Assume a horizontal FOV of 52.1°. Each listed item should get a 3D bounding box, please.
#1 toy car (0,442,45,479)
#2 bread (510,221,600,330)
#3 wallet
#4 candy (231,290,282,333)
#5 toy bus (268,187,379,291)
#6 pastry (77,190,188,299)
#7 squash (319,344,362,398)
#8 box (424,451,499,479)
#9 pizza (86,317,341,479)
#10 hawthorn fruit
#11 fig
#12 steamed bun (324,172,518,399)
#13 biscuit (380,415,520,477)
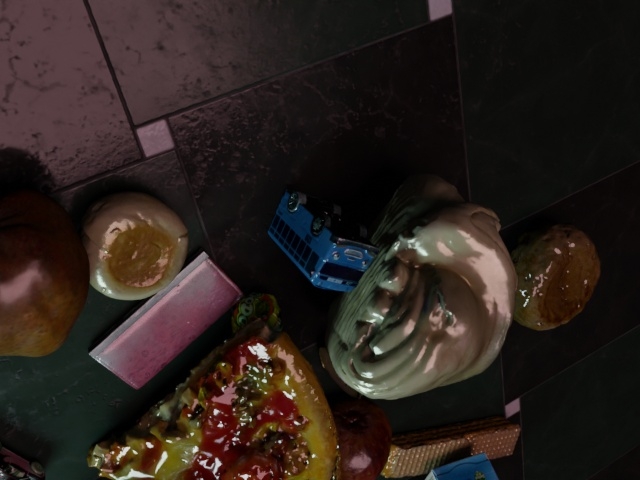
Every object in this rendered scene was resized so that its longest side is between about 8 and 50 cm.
[{"bbox_3d":[-0.482,0.355,0.990,0.069,0.055,0.142,-41,126,-2],"label":"toy car"},{"bbox_3d":[0.468,0.070,1.352,0.230,0.123,0.229,-12,114,-28],"label":"bread"},{"bbox_3d":[-0.238,0.128,1.035,0.232,0.025,0.119,-42,126,-6],"label":"wallet"},{"bbox_3d":[-0.082,0.205,1.145,0.091,0.083,0.305,-54,145,-34],"label":"candy"},{"bbox_3d":[0.000,0.000,1.009,0.090,0.185,0.106,17,107,-34],"label":"toy bus"},{"bbox_3d":[-0.265,0.006,0.919,0.156,0.092,0.156,-14,123,-23],"label":"pastry"},{"bbox_3d":[0.102,0.196,1.210,0.187,0.123,0.123,-33,126,-16],"label":"squash"},{"bbox_3d":[0.299,0.564,1.480,0.139,0.073,0.194,-11,144,-18],"label":"box"},{"bbox_3d":[-0.171,0.353,1.063,0.406,0.130,0.439,-14,118,-1],"label":"pizza"},{"bbox_3d":[-0.396,0.057,0.822,0.208,0.208,0.248,-18,147,-22],"label":"hawthorn fruit"},{"bbox_3d":[0.045,0.411,1.263,0.175,0.175,0.207,-4,130,-28],"label":"fig"},{"bbox_3d":[0.174,0.087,1.037,0.247,0.352,0.339,28,99,-8],"label":"steamed bun"},{"bbox_3d":[0.296,0.467,1.491,0.379,0.054,0.094,0,114,-30],"label":"biscuit"}]
